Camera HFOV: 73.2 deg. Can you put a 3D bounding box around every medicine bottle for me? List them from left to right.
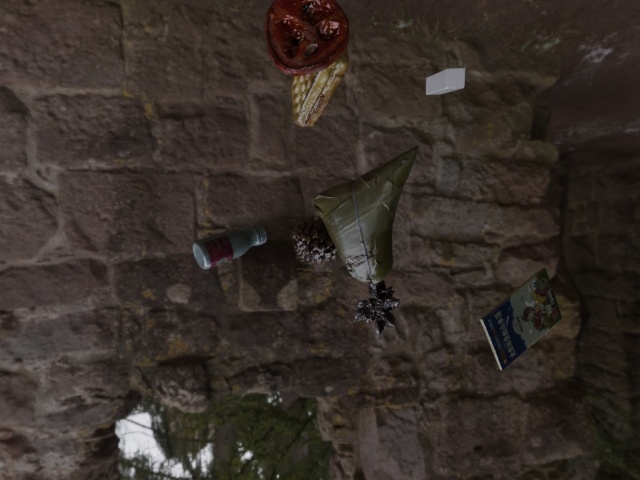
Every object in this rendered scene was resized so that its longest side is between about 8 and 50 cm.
[{"bbox_3d":[-0.273,0.012,1.320,0.217,0.090,0.090,-22,-169,-32],"label":"medicine bottle"}]

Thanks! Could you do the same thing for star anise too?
[{"bbox_3d":[0.236,0.262,1.770,0.129,0.212,0.282,16,-152,-29],"label":"star anise"}]

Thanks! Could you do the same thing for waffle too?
[{"bbox_3d":[-0.011,-0.578,1.509,0.098,0.224,0.327,6,152,-20],"label":"waffle"}]

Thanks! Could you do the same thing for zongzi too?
[{"bbox_3d":[0.208,-0.064,1.397,0.393,0.355,0.174,-25,-178,26],"label":"zongzi"}]

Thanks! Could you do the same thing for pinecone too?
[{"bbox_3d":[-0.003,-0.004,1.602,0.205,0.184,0.179,-14,175,-23],"label":"pinecone"}]

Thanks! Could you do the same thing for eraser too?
[{"bbox_3d":[0.530,-0.680,1.852,0.076,0.078,0.298,-2,-166,-2],"label":"eraser"}]

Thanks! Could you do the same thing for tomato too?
[{"bbox_3d":[-0.033,-0.532,1.135,0.228,0.227,0.101,-1,175,13],"label":"tomato"}]

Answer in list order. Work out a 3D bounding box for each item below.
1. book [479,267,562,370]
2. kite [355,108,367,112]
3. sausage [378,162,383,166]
[{"bbox_3d":[0.695,0.268,1.476,0.323,0.228,0.018,-33,-162,-18],"label":"book"},{"bbox_3d":[0.173,-0.529,1.767,0.078,0.002,0.044,1,-163,-46],"label":"kite"},{"bbox_3d":[0.320,-0.365,2.252,0.042,0.036,0.157,36,-152,-16],"label":"sausage"}]
